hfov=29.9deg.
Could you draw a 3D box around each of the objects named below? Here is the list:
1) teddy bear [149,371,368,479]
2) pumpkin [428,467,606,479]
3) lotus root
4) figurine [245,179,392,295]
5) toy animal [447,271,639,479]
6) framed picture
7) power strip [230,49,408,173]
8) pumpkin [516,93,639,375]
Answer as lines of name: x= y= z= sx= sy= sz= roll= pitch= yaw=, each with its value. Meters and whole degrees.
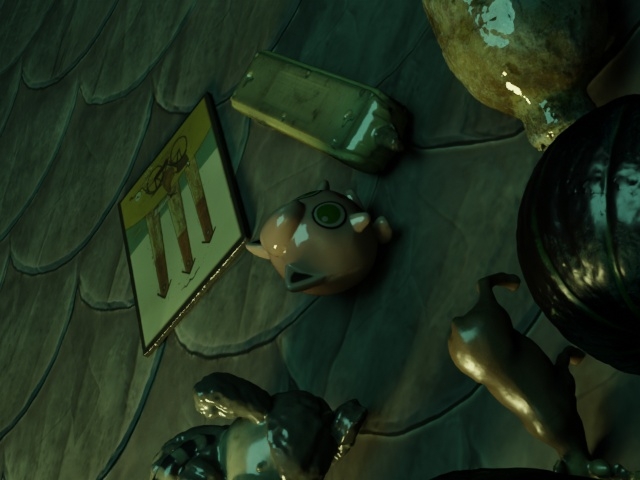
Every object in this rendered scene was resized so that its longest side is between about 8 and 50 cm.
teddy bear: x=-0.084 y=0.226 z=1.220 sx=0.251 sy=0.171 sz=0.144 roll=-45 pitch=17 yaw=40
pumpkin: x=0.106 y=0.365 z=0.733 sx=0.454 sy=0.344 sz=0.454 roll=-52 pitch=19 yaw=26
lotus root: x=0.186 y=-0.237 z=1.146 sx=0.175 sy=0.175 sz=0.350 roll=-40 pitch=45 yaw=33
figurine: x=0.000 y=0.000 z=1.292 sx=0.125 sy=0.138 sz=0.125 roll=58 pitch=161 yaw=32
toy animal: x=0.176 y=0.142 z=0.959 sx=0.093 sy=0.214 sz=0.186 roll=-42 pitch=10 yaw=18
framed picture: x=-0.199 y=-0.029 z=1.679 sx=0.244 sy=0.013 sz=0.324 roll=-48 pitch=37 yaw=25
power strip: x=0.000 y=-0.157 z=1.446 sx=0.092 sy=0.066 sz=0.387 roll=-62 pitch=32 yaw=3
pumpkin: x=0.266 y=-0.024 z=0.848 sx=0.248 sy=0.248 sz=0.248 roll=-31 pitch=48 yaw=40
